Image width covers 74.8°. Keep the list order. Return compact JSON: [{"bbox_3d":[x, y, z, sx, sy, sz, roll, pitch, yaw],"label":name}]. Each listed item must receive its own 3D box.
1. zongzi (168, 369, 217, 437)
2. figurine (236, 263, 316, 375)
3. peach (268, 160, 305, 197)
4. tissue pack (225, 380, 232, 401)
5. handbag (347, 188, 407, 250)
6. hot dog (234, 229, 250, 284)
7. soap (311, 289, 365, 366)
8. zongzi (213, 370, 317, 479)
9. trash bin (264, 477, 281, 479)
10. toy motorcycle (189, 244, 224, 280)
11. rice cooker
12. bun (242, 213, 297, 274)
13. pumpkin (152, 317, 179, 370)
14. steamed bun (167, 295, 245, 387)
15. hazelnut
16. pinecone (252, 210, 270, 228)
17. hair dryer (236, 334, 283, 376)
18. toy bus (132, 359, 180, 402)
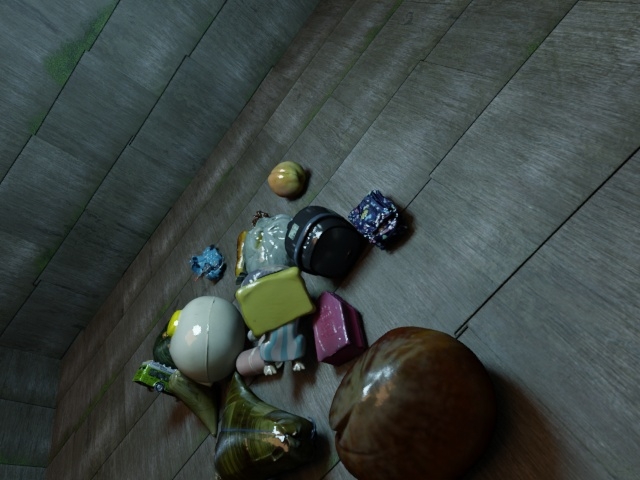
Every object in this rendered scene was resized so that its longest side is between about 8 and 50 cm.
[{"bbox_3d":[-0.520,0.671,1.719,0.115,0.228,0.256,-36,44,17],"label":"zongzi"},{"bbox_3d":[-0.166,0.268,1.588,0.377,0.266,0.361,179,85,-82],"label":"figurine"},{"bbox_3d":[-0.163,-0.294,2.026,0.184,0.184,0.184,-28,46,34],"label":"peach"},{"bbox_3d":[-0.359,0.621,1.726,0.063,0.035,0.083,-28,48,34],"label":"tissue pack"},{"bbox_3d":[0.200,-0.083,1.514,0.162,0.113,0.260,-45,31,8],"label":"handbag"},{"bbox_3d":[-0.372,0.084,2.033,0.162,0.081,0.270,98,-179,-72],"label":"hot dog"},{"bbox_3d":[0.053,0.290,1.439,0.162,0.099,0.250,-44,39,31],"label":"soap"},{"bbox_3d":[-0.191,0.580,1.427,0.403,0.208,0.432,-37,39,28],"label":"zongzi"},{"bbox_3d":[-0.187,0.869,1.193,0.203,0.252,0.301,-35,48,26],"label":"trash bin"},{"bbox_3d":[-0.619,0.132,2.295,0.182,0.123,0.272,-46,37,0],"label":"toy motorcycle"},{"bbox_3d":[0.000,0.000,1.567,0.267,0.267,0.224,-55,41,4],"label":"rice cooker"},{"bbox_3d":[-0.225,0.028,1.852,0.354,0.194,0.354,-27,46,32],"label":"bun"},{"bbox_3d":[-0.673,0.497,2.037,0.300,0.207,0.300,-42,26,26],"label":"pumpkin"},{"bbox_3d":[-0.469,0.409,1.759,0.334,0.334,0.374,-44,22,18],"label":"steamed bun"},{"bbox_3d":[0.206,0.397,1.009,0.409,0.359,0.359,-46,38,2],"label":"hazelnut"},{"bbox_3d":[-0.295,-0.093,2.109,0.102,0.102,0.109,-122,41,-50],"label":"pinecone"},{"bbox_3d":[-0.223,0.377,1.711,0.189,0.107,0.344,-27,38,37],"label":"hair dryer"},{"bbox_3d":[-0.654,0.619,1.848,0.113,0.301,0.139,-21,45,44],"label":"toy bus"}]
